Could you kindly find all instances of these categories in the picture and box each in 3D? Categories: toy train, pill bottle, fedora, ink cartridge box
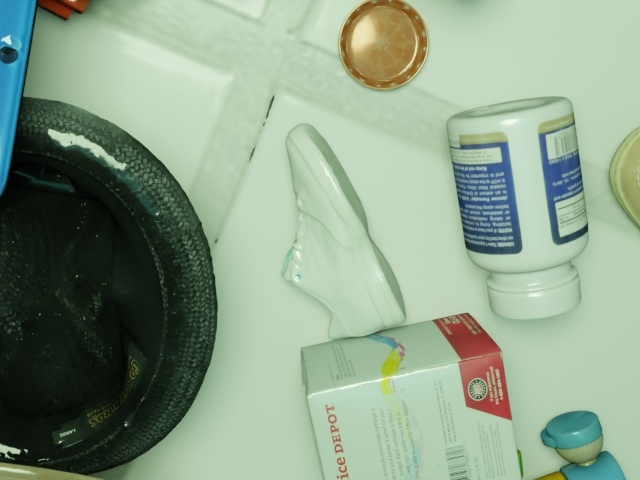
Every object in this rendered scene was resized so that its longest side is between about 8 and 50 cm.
[{"bbox_3d":[0.189,0.275,0.848,0.248,0.105,0.143,-20,93,0],"label":"toy train"},{"bbox_3d":[0.183,-0.029,0.771,0.112,0.112,0.186,-11,103,-2],"label":"pill bottle"},{"bbox_3d":[-0.236,0.032,0.726,0.334,0.152,0.334,-1,110,-3],"label":"fedora"},{"bbox_3d":[0.077,0.159,0.794,0.176,0.127,0.128,-11,103,-3],"label":"ink cartridge box"}]

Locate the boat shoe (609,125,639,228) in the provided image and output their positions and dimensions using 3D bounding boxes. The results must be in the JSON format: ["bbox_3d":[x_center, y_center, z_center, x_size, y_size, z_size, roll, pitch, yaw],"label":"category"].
[{"bbox_3d":[0.429,0.000,0.798,0.341,0.110,0.121,31,98,-10],"label":"boat shoe"}]

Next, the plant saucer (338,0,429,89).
[{"bbox_3d":[0.057,-0.180,0.779,0.084,0.013,0.083,-1,102,-5],"label":"plant saucer"}]

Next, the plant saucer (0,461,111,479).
[{"bbox_3d":[-0.260,0.226,0.721,0.278,0.278,0.041,10,65,-7],"label":"plant saucer"}]

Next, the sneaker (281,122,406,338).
[{"bbox_3d":[0.000,0.000,0.786,0.094,0.080,0.212,-21,104,12],"label":"sneaker"}]

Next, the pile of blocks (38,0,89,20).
[{"bbox_3d":[-0.103,-0.251,0.681,0.362,0.149,0.112,-18,103,-1],"label":"pile of blocks"}]

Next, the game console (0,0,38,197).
[{"bbox_3d":[-0.321,-0.154,0.625,0.173,0.250,0.293,12,77,-28],"label":"game console"}]
